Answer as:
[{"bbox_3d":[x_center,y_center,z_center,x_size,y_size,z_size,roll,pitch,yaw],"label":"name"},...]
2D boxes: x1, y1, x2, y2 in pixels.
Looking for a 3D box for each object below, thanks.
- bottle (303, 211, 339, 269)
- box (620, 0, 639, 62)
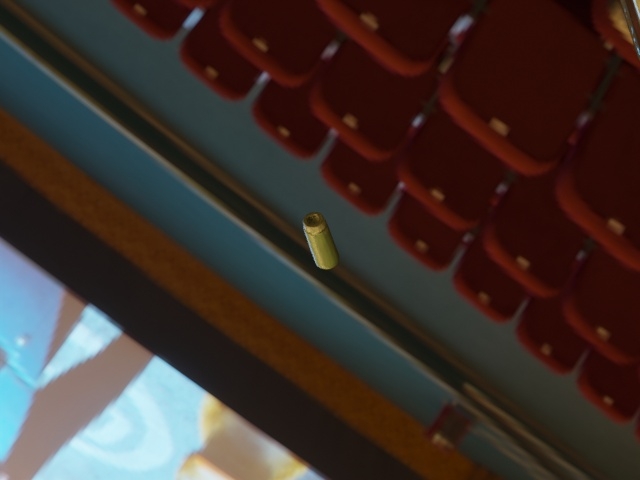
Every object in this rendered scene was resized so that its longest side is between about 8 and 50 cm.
[{"bbox_3d":[0.000,0.000,1.640,0.030,0.030,0.083,26,154,31],"label":"bottle"},{"bbox_3d":[0.296,-0.328,1.233,0.091,0.373,0.367,-12,153,19],"label":"box"}]
